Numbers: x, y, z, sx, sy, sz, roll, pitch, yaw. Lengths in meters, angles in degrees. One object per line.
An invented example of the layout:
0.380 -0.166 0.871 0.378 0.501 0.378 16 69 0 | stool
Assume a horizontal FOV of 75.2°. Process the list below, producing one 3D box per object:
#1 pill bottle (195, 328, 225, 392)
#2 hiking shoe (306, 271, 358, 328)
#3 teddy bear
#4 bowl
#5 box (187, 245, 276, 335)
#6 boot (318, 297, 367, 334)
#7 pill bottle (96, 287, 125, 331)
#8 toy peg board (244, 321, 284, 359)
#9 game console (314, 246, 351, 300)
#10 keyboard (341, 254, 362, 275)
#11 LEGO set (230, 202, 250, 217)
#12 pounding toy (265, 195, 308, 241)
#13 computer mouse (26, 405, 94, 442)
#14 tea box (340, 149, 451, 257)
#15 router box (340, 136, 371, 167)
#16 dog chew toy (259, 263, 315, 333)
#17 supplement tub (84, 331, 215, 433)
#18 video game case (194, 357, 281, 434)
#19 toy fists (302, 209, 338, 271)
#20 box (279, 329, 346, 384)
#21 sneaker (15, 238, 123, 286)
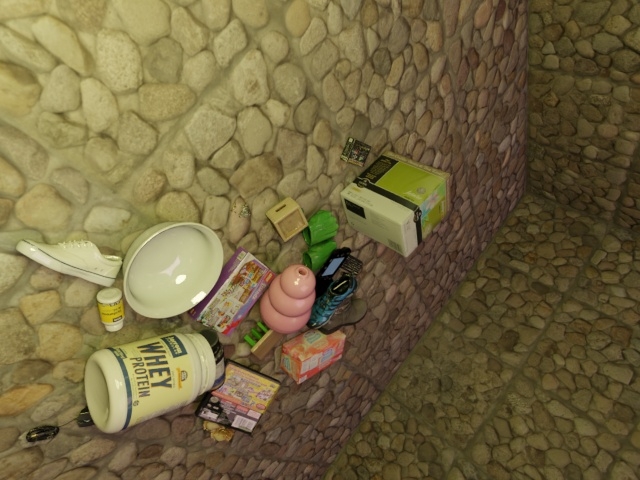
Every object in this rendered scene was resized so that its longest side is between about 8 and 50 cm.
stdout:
-0.409 0.434 1.505 0.122 0.122 0.220 -24 132 -37 | pill bottle
0.037 0.255 1.824 0.304 0.113 0.132 -47 153 -10 | hiking shoe
-0.352 0.727 1.812 0.338 0.113 0.245 -48 125 -12 | teddy bear
-0.438 0.061 1.190 0.297 0.134 0.298 -28 134 -34 | bowl
-0.311 0.187 1.495 0.293 0.057 0.201 -52 143 -8 | box
0.134 0.314 2.037 0.338 0.118 0.223 -23 137 -42 | boot
-0.588 0.197 1.172 0.065 0.065 0.117 -21 131 -40 | pill bottle
-0.235 0.400 1.741 0.161 0.079 0.161 -45 158 -16 | toy peg board
0.003 0.159 1.756 0.213 0.044 0.362 -16 148 -46 | game console
0.143 0.130 2.013 0.108 0.023 0.180 -59 143 1 | keyboard
-0.258 -0.096 1.377 0.083 0.023 0.054 -5 119 -48 | LEGO set
-0.113 -0.087 1.512 0.141 0.100 0.130 -37 140 -10 | pounding toy
-0.751 0.558 1.267 0.241 0.041 0.071 -11 124 -45 | computer mouse
0.320 -0.163 1.745 0.323 0.328 0.220 -43 141 -18 | tea box
0.141 -0.348 1.648 0.122 0.038 0.092 6 110 -51 | router box
-0.111 0.210 1.568 0.206 0.207 0.332 -25 153 -37 | dog chew toy
-0.515 0.417 1.275 0.324 0.235 0.236 -5 120 -48 | supplement tub
-0.334 0.648 1.715 0.274 0.035 0.249 34 84 -28 | video game case
0.000 0.000 1.694 0.142 0.096 0.280 -23 134 -25 | toy fists
-0.035 0.530 1.994 0.299 0.142 0.154 -19 129 -41 | box
-0.608 0.036 1.026 0.092 0.094 0.258 -65 153 -10 | sneaker
